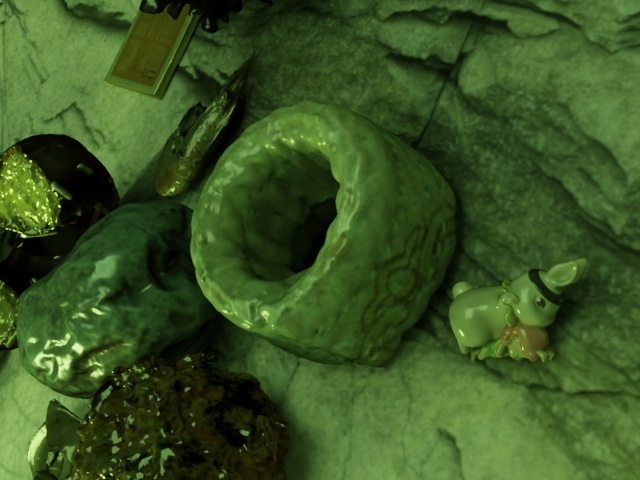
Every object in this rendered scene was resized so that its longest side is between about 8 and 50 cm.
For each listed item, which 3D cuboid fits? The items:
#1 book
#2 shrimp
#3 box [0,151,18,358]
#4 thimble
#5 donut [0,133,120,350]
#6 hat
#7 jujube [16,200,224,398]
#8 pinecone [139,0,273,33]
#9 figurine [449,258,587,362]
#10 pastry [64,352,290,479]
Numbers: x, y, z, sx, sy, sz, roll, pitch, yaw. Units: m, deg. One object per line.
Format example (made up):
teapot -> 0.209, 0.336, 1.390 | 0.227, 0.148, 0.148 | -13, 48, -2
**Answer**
book -> -0.268, -0.363, 1.694 | 0.170, 0.018, 0.241 | 23, 87, 46
shrimp -> -0.187, -0.165, 1.518 | 0.223, 0.047, 0.126 | -53, 36, 11
box -> -0.672, 0.046, 1.801 | 0.396, 0.111, 0.396 | -5, 67, 38
thimble -> 0.000, 0.000, 1.170 | 0.291, 0.195, 0.291 | -20, 58, 35
donut -> -0.412, 0.010, 1.504 | 0.136, 0.259, 0.345 | 31, 104, 14
hat -> -0.382, 0.326, 1.459 | 0.175, 0.085, 0.147 | -50, 28, 45
jujube -> -0.265, 0.091, 1.341 | 0.308, 0.215, 0.246 | -33, 15, 42
pinecone -> -0.159, -0.478, 1.401 | 0.398, 0.398, 0.397 | -18, 60, 35
figurine -> 0.216, 0.077, 1.043 | 0.146, 0.081, 0.098 | -16, 104, 31
pastry -> -0.170, 0.247, 1.172 | 0.275, 0.193, 0.275 | -6, 64, 12
